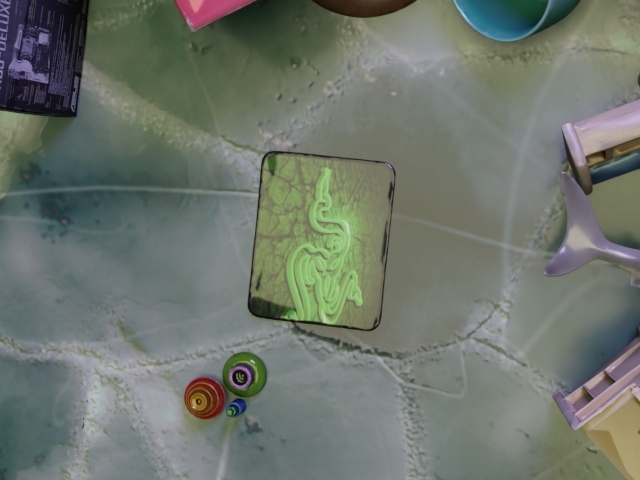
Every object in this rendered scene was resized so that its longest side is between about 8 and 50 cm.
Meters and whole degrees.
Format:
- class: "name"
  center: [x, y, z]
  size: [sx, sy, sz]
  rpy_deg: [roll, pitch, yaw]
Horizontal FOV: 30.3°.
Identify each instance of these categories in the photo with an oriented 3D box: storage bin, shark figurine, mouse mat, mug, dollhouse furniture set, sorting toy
- class: "storage bin"
  center: [0.365, 0.225, 1.131]
  size: [0.123, 0.260, 0.262]
  rpy_deg: [-42, 85, 6]
- class: "shark figurine"
  center: [0.339, 0.032, 1.047]
  size: [0.278, 0.166, 0.116]
  rpy_deg: [45, 125, 43]
- class: "mouse mat"
  center: [0.000, 0.000, 1.313]
  size: [0.152, 0.007, 0.190]
  rpy_deg: [6, 95, 10]
- class: "mug"
  center: [0.199, -0.288, 1.204]
  size: [0.158, 0.097, 0.129]
  rpy_deg: [54, 141, 9]
- class: "dollhouse furniture set"
  center: [0.372, -0.001, 1.103]
  size: [0.198, 0.286, 0.303]
  rpy_deg: [-21, 77, 11]
- class: "sorting toy"
  center: [-0.107, 0.170, 1.321]
  size: [0.102, 0.042, 0.061]
  rpy_deg: [-33, 87, 10]

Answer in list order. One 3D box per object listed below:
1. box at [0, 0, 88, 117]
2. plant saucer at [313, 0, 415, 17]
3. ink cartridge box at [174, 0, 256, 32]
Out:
- class: "box"
  center: [-0.315, -0.288, 1.237]
  size: [0.076, 0.242, 0.308]
  rpy_deg: [9, 95, 10]
- class: "plant saucer"
  center: [0.047, -0.342, 1.274]
  size: [0.198, 0.036, 0.199]
  rpy_deg: [0, 93, 9]
- class: "ink cartridge box"
  center: [-0.015, -0.415, 1.141]
  size: [0.384, 0.160, 0.279]
  rpy_deg: [-25, 105, 3]
